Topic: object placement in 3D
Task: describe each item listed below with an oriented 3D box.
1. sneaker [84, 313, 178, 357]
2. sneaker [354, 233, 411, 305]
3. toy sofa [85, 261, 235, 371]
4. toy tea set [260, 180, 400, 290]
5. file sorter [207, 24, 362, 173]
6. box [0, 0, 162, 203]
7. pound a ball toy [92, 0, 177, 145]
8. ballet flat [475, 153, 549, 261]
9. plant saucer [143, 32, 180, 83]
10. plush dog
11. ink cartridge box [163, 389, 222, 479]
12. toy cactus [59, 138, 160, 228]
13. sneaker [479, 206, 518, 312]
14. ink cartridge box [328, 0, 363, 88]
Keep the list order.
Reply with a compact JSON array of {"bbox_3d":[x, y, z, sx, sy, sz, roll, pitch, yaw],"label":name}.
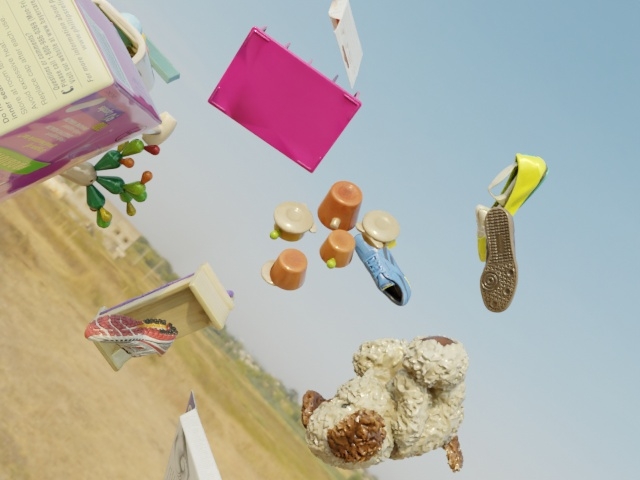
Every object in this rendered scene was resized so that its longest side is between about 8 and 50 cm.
[{"bbox_3d":[-0.454,0.240,1.627,0.225,0.093,0.088,14,20,-38],"label":"sneaker"},{"bbox_3d":[0.151,0.072,1.676,0.209,0.069,0.082,53,21,-1],"label":"sneaker"},{"bbox_3d":[-0.416,0.189,1.794,0.150,0.362,0.177,60,19,-20],"label":"toy sofa"},{"bbox_3d":[0.000,0.000,1.468,0.200,0.336,0.124,52,-34,23],"label":"toy tea set"},{"bbox_3d":[-0.074,-0.343,1.602,0.290,0.202,0.182,34,23,-9],"label":"file sorter"},{"bbox_3d":[-0.288,-0.116,0.594,0.117,0.243,0.213,64,-3,-3],"label":"box"},{"bbox_3d":[-0.336,-0.293,1.214,0.208,0.136,0.319,44,-5,-8],"label":"pound a ball toy"},{"bbox_3d":[0.343,-0.066,1.298,0.077,0.231,0.077,23,25,-11],"label":"ballet flat"},{"bbox_3d":[-0.445,-0.493,1.770,0.192,0.018,0.067,47,33,-6],"label":"plant saucer"},{"bbox_3d":[0.084,0.256,0.979,0.262,0.225,0.211,155,-79,-70],"label":"plush dog"},{"bbox_3d":[-0.262,0.448,1.320,0.224,0.045,0.223,57,-42,46],"label":"ink cartridge box"},{"bbox_3d":[-0.429,-0.128,1.353,0.180,0.219,0.112,19,39,-27],"label":"toy cactus"},{"bbox_3d":[0.328,0.036,1.222,0.066,0.188,0.071,2,-4,27],"label":"sneaker"},{"bbox_3d":[0.050,-0.442,1.539,0.045,0.179,0.145,-5,-50,21],"label":"ink cartridge box"}]
